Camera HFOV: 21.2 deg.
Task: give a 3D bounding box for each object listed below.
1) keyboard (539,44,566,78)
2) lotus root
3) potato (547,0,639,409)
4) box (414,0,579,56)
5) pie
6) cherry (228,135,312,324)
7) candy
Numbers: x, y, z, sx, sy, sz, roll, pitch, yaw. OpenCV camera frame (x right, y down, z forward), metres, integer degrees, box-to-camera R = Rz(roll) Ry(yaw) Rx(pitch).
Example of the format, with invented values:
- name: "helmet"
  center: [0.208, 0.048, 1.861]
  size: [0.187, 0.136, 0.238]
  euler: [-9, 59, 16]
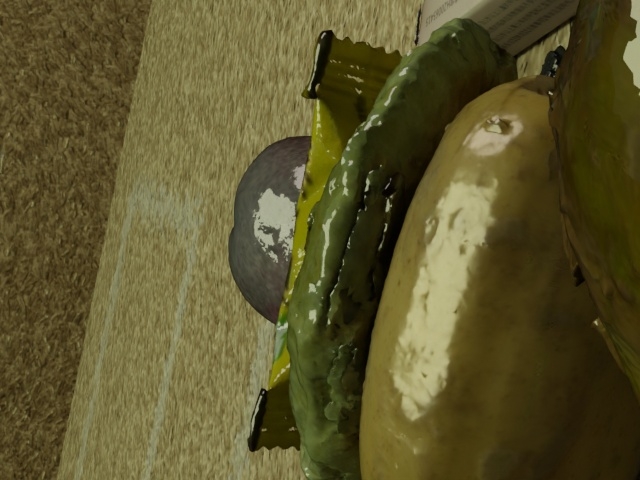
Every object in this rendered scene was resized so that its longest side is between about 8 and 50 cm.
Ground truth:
- name: "keyboard"
  center: [0.131, -0.019, 1.174]
  size: [0.072, 0.023, 0.231]
  euler: [-109, 33, -56]
- name: "lotus root"
  center: [0.102, 0.077, 0.933]
  size: [0.151, 0.169, 0.342]
  euler: [22, 101, 43]
- name: "potato"
  center: [0.179, -0.037, 0.718]
  size: [0.299, 0.196, 0.246]
  euler: [119, 159, -50]
- name: "box"
  center: [0.162, -0.256, 1.145]
  size: [0.343, 0.065, 0.200]
  euler: [151, 128, -70]
- name: "pie"
  center: [0.050, 0.014, 1.051]
  size: [0.306, 0.071, 0.306]
  euler: [12, -90, -68]
- name: "cherry"
  center: [0.002, -0.002, 1.406]
  size: [0.176, 0.140, 0.176]
  euler: [10, 102, 54]
- name: "candy"
  center: [0.036, 0.009, 1.243]
  size: [0.081, 0.187, 0.297]
  euler: [12, 92, 42]
